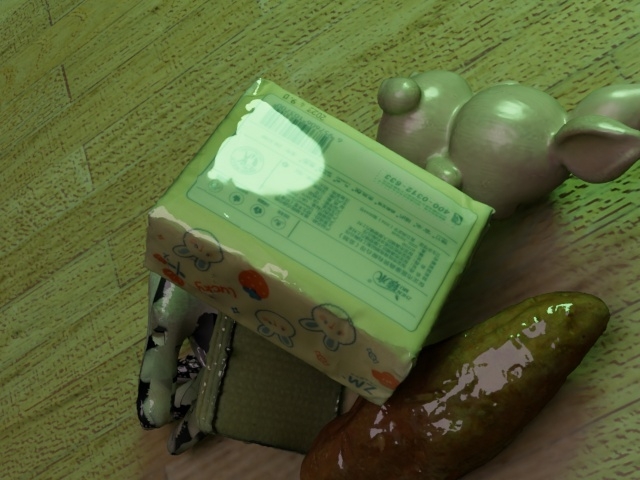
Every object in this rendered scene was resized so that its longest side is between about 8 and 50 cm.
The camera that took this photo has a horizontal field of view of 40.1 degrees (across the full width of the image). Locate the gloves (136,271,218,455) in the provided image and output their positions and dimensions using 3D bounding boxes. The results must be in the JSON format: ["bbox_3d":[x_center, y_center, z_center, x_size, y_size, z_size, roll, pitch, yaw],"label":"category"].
[{"bbox_3d":[-0.098,0.080,0.737,0.111,0.127,0.212,-1,102,-10],"label":"gloves"}]

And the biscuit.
[{"bbox_3d":[-0.028,0.063,0.697,0.041,0.121,0.199,-4,69,48],"label":"biscuit"}]

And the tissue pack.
[{"bbox_3d":[0.000,0.000,0.607,0.196,0.092,0.148,30,58,6],"label":"tissue pack"}]

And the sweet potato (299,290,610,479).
[{"bbox_3d":[0.094,0.114,0.625,0.252,0.097,0.097,-41,58,14],"label":"sweet potato"}]

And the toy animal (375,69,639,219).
[{"bbox_3d":[0.142,-0.063,0.645,0.213,0.124,0.124,19,83,38],"label":"toy animal"}]
